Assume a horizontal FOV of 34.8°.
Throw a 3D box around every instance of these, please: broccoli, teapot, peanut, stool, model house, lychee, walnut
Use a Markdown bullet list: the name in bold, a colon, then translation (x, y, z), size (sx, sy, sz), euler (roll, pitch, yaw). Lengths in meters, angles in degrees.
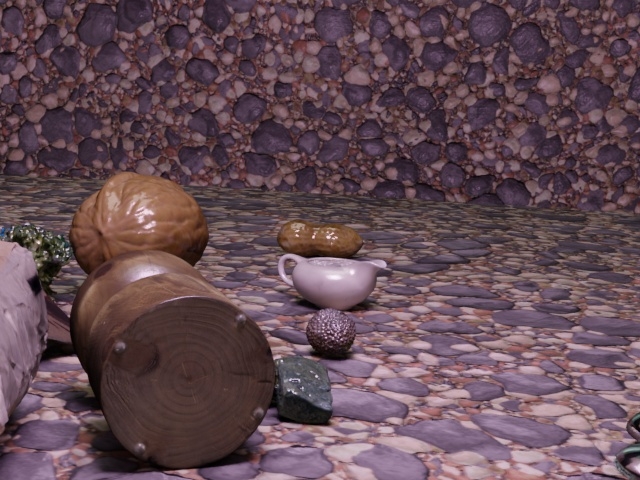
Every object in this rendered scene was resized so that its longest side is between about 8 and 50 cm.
- **broccoli**: translation (-0.487, 0.052, 1.661), size (0.167, 0.155, 0.160), euler (3, 49, -1)
- **teapot**: translation (0.015, 0.069, 1.773), size (0.226, 0.092, 0.145), euler (7, 7, 33)
- **peanut**: translation (0.000, 0.000, 2.253), size (0.192, 0.089, 0.089), euler (7, 9, 0)
- **stool**: translation (-0.171, 0.119, 1.118), size (0.179, 0.179, 0.264), euler (0, 9, -20)
- **model house**: translation (-0.028, 0.182, 1.193), size (0.078, 0.066, 0.083), euler (12, 25, -10)
- **lychee**: translation (0.015, 0.131, 1.455), size (0.068, 0.067, 0.083), euler (6, 18, -20)
- **walnut**: translation (-0.309, -0.009, 1.747), size (0.224, 0.225, 0.261), euler (6, 3, 17)

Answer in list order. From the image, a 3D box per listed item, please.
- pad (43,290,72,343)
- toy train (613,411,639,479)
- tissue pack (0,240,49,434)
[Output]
- **pad**: translation (-0.465, 0.032, 1.404), size (0.330, 0.004, 0.220), euler (40, 4, 25)
- **toy train**: translation (0.430, 0.190, 1.038), size (0.221, 0.150, 0.304), euler (18, 12, 20)
- **tissue pack**: translation (-0.462, 0.129, 0.980), size (0.375, 0.195, 0.390), euler (-11, 11, -8)
